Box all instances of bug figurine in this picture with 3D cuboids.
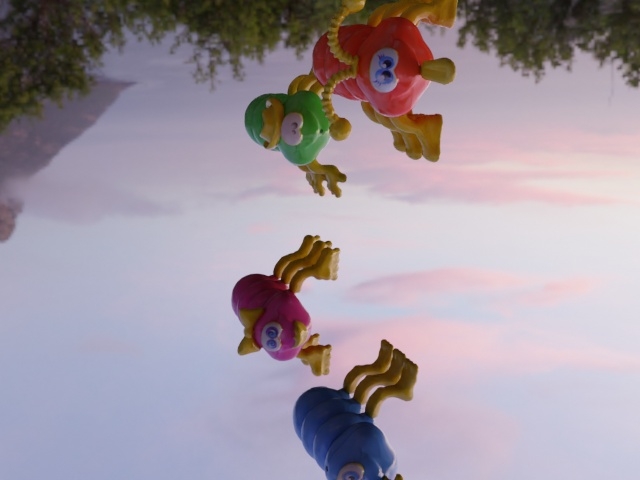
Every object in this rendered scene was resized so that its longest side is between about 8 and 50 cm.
[{"bbox_3d":[0.000,0.000,0.433,0.072,0.278,0.216,-1,-169,-22],"label":"bug figurine"}]
